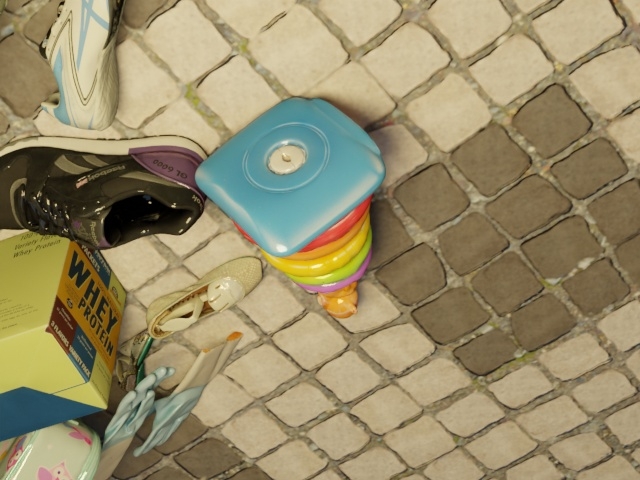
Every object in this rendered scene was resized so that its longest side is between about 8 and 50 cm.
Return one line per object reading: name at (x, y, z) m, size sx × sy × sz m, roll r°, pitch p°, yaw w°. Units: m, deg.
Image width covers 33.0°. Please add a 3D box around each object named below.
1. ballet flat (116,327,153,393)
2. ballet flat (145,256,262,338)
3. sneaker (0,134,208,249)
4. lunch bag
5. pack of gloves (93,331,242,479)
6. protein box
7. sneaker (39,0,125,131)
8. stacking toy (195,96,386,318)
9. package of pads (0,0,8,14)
ballet flat at (-0.241, 0.152, 1.387) m, size 0.041 × 0.041 × 0.114 m, roll 12°, pitch 124°, yaw -11°
ballet flat at (-0.140, 0.076, 1.325) m, size 0.168 × 0.052 × 0.057 m, roll -28°, pitch 123°, yaw 17°
sneaker at (-0.265, -0.046, 1.183) m, size 0.283 × 0.124 × 0.107 m, roll -8°, pitch 126°, yaw 3°
lunch bag at (-0.370, 0.289, 1.318) m, size 0.108 × 0.279 × 0.224 m, roll 38°, pitch 79°, yaw -24°
pack of gloves at (-0.221, 0.209, 1.374) m, size 0.046 × 0.195 × 0.232 m, roll 45°, pitch 122°, yaw 18°
protein box at (-0.351, 0.107, 1.244) m, size 0.199 × 0.201 × 0.136 m, roll -18°, pitch 125°, yaw 10°
sneaker at (-0.239, -0.218, 1.084) m, size 0.086 × 0.085 × 0.237 m, roll 12°, pitch 122°, yaw -3°
stacking toy at (0.000, 0.000, 1.228) m, size 0.165 × 0.175 × 0.302 m, roll -39°, pitch 143°, yaw -13°
package of pads at (-0.428, -0.253, 0.956) m, size 0.101 × 0.229 × 0.296 m, roll -31°, pitch 122°, yaw 19°
